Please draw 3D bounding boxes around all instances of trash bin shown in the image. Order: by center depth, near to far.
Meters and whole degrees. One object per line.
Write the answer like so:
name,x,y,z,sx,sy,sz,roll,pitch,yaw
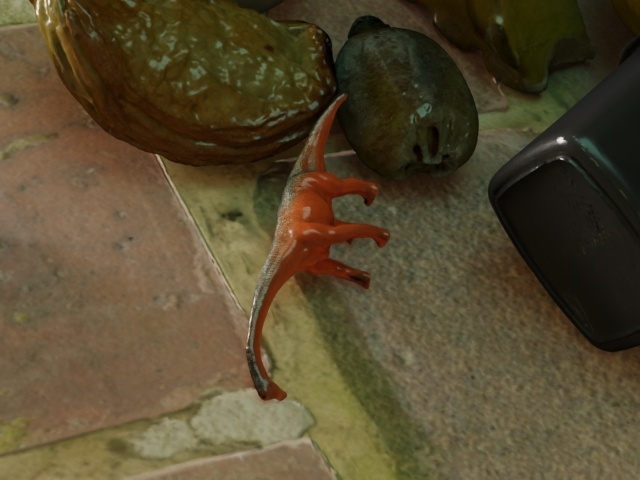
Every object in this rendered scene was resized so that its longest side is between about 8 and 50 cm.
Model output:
trash bin,0.290,-0.062,1.292,0.290,0.182,0.209,-36,93,-32

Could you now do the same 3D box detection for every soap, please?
soap,0.159,-0.353,1.470,0.169,0.338,0.304,-23,52,-30

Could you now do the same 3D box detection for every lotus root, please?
lotus root,0.065,-0.126,1.398,0.113,0.088,0.192,-9,47,-12

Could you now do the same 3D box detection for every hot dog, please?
hot dog,-0.122,-0.146,1.356,0.259,0.114,0.175,15,40,-19

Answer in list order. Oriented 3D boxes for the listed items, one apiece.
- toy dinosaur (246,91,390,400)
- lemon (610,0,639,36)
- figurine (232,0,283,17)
toy dinosaur,-0.002,0.004,1.262,0.101,0.055,0.279,15,51,-16
lemon,0.384,-0.269,1.488,0.268,0.268,0.322,-19,47,-29
figurine,-0.096,-0.351,1.555,0.275,0.226,0.394,-6,31,23
